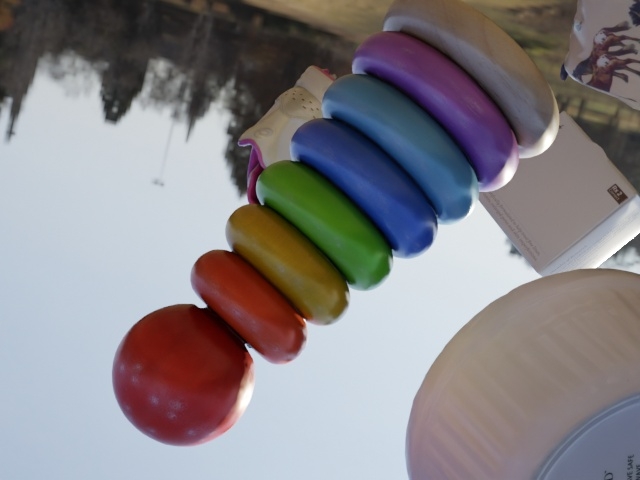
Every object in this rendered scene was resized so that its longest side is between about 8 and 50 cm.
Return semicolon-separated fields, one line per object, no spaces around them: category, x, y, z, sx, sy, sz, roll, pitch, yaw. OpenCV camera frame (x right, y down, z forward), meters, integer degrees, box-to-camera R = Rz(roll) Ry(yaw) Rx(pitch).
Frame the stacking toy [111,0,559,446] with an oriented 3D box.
stacking toy;0.000;0.000;0.713;0.141;0.330;0.141;41;173;6

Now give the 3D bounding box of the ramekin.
ramekin;0.210;0.165;0.824;0.273;0.272;0.127;11;-161;-22

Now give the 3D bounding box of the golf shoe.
golf shoe;-0.025;-0.051;1.220;0.140;0.306;0.115;-37;-123;-23

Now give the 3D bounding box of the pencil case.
pencil case;0.376;-0.363;1.245;0.160;0.410;0.183;0;-152;-6

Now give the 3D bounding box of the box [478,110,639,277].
box;0.355;-0.055;1.618;0.119;0.182;0.181;32;-159;-54
